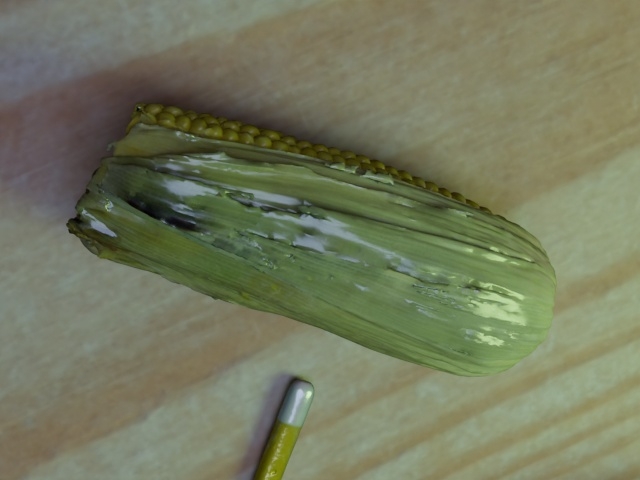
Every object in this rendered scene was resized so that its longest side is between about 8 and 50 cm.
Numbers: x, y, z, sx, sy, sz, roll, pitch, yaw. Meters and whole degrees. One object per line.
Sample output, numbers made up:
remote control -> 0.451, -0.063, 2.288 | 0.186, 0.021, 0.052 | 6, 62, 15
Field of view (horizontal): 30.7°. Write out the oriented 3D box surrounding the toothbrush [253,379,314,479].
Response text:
toothbrush -> -0.060, 0.229, 0.837 | 0.021, 0.024, 0.288 | 17, 101, -18

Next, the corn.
corn -> -0.001, 0.004, 0.724 | 0.305, 0.123, 0.122 | 17, 105, -14
